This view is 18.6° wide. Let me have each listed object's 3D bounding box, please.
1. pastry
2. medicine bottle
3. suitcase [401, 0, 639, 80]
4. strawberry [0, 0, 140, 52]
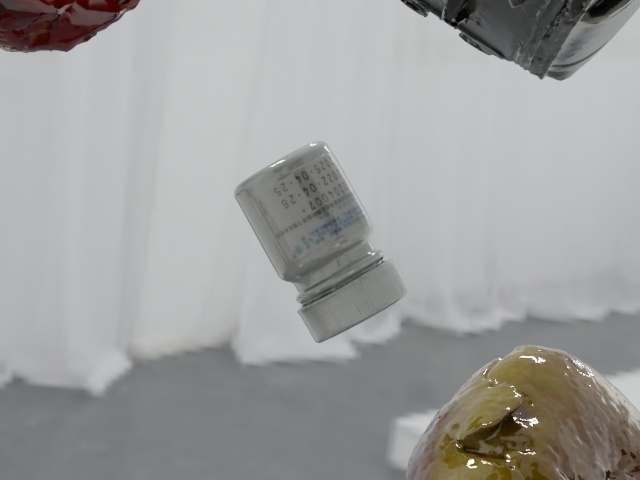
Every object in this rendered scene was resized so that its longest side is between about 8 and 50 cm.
[{"bbox_3d":[0.233,0.260,1.845,0.356,0.164,0.356,31,35,-24],"label":"pastry"},{"bbox_3d":[0.000,0.000,1.828,0.105,0.168,0.105,-29,0,0],"label":"medicine bottle"},{"bbox_3d":[0.170,-0.259,1.323,0.194,0.283,0.434,33,-2,4],"label":"suitcase"},{"bbox_3d":[-0.209,-0.282,1.203,0.295,0.345,0.317,-4,0,25],"label":"strawberry"}]
